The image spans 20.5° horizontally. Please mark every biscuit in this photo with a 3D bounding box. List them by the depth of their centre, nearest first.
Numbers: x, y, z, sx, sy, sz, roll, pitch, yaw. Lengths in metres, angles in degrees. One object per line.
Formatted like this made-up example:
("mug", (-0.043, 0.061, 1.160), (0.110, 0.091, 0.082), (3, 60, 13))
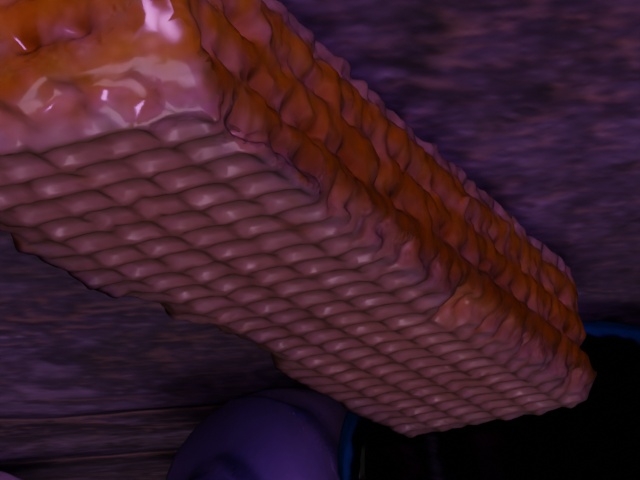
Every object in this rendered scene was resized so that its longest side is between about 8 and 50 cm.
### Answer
("biscuit", (0.000, 0.000, 0.560), (0.094, 0.054, 0.378), (-12, 160, 21))

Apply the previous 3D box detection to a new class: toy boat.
("toy boat", (0.147, 0.095, 0.820), (0.298, 0.134, 0.092), (8, -161, -16))

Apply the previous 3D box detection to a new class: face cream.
("face cream", (0.080, 0.143, 0.973), (0.420, 0.137, 0.234), (0, 159, -45))

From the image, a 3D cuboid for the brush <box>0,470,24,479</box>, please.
("brush", (-0.286, 0.217, 1.047), (0.266, 0.174, 0.166), (13, 149, 1))
